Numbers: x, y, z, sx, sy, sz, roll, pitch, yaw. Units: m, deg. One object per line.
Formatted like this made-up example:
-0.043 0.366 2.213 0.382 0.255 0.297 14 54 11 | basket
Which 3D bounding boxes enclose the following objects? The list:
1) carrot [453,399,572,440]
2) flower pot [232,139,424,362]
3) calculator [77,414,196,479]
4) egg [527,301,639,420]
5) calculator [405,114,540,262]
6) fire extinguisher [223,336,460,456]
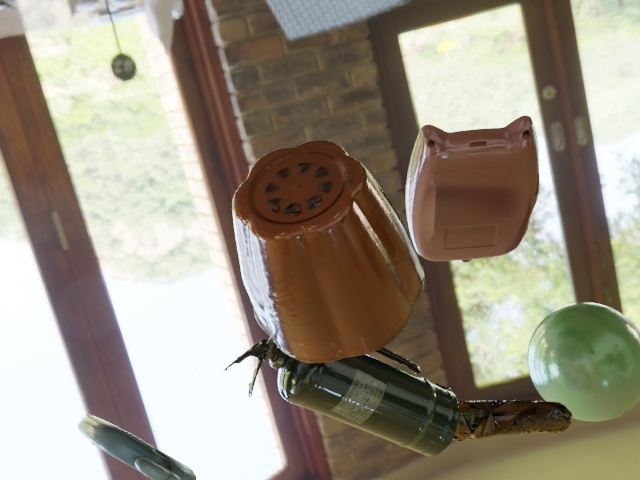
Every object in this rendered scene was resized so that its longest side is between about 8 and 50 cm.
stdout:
0.314 0.303 1.322 0.229 0.068 0.069 1 -172 -15 | carrot
0.000 0.000 0.789 0.191 0.173 0.190 -10 -134 10 | flower pot
-0.288 0.334 1.220 0.303 0.188 0.042 -7 -132 59 | calculator
0.506 0.229 1.475 0.221 0.220 0.270 -8 158 27 | egg
0.253 -0.064 1.291 0.220 0.329 0.048 -6 -130 2 | calculator
0.028 0.173 0.949 0.295 0.118 0.093 26 174 -21 | fire extinguisher
